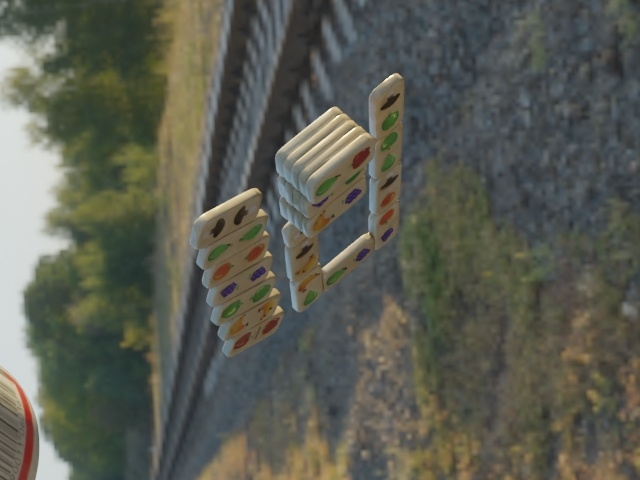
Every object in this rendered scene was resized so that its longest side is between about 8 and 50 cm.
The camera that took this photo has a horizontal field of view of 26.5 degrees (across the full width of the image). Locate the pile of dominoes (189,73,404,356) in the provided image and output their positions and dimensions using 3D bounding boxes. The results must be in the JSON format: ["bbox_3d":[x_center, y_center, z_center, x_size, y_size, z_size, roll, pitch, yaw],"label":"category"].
[{"bbox_3d":[0.000,0.000,1.022,0.040,0.196,0.251,43,162,22],"label":"pile of dominoes"}]

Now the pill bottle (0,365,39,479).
[{"bbox_3d":[-0.289,0.081,0.732,0.283,0.161,0.161,54,-158,-54],"label":"pill bottle"}]
